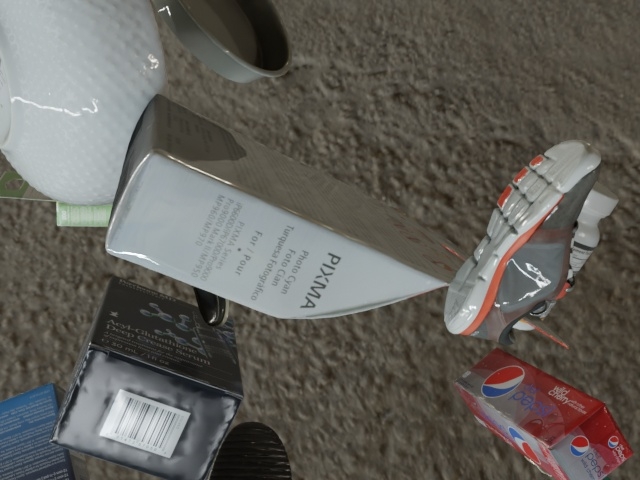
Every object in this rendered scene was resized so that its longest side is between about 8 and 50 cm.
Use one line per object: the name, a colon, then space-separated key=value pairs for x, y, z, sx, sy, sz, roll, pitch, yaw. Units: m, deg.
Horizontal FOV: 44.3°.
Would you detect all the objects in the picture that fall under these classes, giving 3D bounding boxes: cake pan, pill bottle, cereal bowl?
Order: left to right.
cereal bowl: x=-0.322 y=-0.197 z=0.912 sx=0.141 sy=0.338 sz=0.339 roll=-19 pitch=43 yaw=-36
cake pan: x=-0.160 y=-0.364 z=1.210 sx=0.054 sy=0.293 sz=0.293 roll=-32 pitch=44 yaw=27
pill bottle: x=0.388 y=0.008 z=1.388 sx=0.162 sy=0.162 sz=0.278 roll=46 pitch=116 yaw=38

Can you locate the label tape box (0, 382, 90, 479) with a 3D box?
label tape box: x=-0.628 y=0.510 z=1.656 sx=0.249 sy=0.115 sz=0.347 roll=-20 pitch=67 yaw=-6

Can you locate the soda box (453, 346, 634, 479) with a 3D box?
soda box: x=0.284 y=0.230 z=1.041 sx=0.092 sy=0.083 sz=0.263 roll=-36 pitch=16 yaw=-9

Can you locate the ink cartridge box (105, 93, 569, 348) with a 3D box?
ink cartridge box: x=0.000 y=0.000 z=0.745 sx=0.091 sy=0.385 sz=0.308 roll=-61 pitch=18 yaw=10

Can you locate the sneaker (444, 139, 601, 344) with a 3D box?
sneaker: x=0.145 y=0.006 z=0.522 sx=0.065 sy=0.158 sz=0.061 roll=24 pitch=30 yaw=-10

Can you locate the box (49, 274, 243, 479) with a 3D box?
box: x=-0.336 y=0.268 z=1.576 sx=0.211 sy=0.294 sz=0.395 roll=-65 pitch=15 yaw=10

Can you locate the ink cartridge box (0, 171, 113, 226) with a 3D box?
ink cartridge box: x=-0.484 y=-0.079 z=1.477 sx=0.235 sy=0.056 sz=0.171 roll=0 pitch=20 yaw=-11

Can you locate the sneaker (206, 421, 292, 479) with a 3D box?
sneaker: x=-0.118 y=0.411 z=1.040 sx=0.123 sy=0.146 sz=0.330 roll=12 pitch=65 yaw=-22

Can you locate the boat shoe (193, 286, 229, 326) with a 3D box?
boat shoe: x=-0.242 y=0.060 z=1.538 sx=0.084 sy=0.079 sz=0.233 roll=-25 pitch=76 yaw=38

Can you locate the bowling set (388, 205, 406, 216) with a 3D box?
bowling set: x=-0.012 y=-0.013 z=1.172 sx=0.200 sy=0.287 sz=0.154 roll=26 pitch=98 yaw=27

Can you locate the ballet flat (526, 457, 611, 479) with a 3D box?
ballet flat: x=0.393 y=0.365 z=1.247 sx=0.052 sy=0.168 sz=0.057 roll=-46 pitch=13 yaw=36
